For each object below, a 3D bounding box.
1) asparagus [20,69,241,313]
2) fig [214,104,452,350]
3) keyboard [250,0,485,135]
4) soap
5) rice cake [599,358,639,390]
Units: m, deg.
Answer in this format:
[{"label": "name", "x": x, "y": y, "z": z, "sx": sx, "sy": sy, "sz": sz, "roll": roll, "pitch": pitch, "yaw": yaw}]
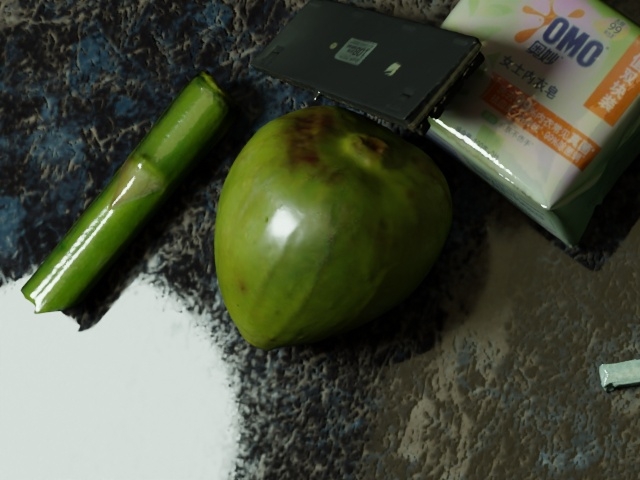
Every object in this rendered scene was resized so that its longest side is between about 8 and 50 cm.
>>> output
[{"label": "asparagus", "x": -0.177, "y": -0.039, "z": 1.819, "sx": 0.060, "sy": 0.067, "sz": 0.277, "roll": 39, "pitch": 95, "yaw": -7}, {"label": "fig", "x": 0.000, "y": 0.000, "z": 1.706, "sx": 0.203, "sy": 0.203, "sz": 0.225, "roll": 37, "pitch": 120, "yaw": 20}, {"label": "keyboard", "x": 0.035, "y": -0.156, "z": 1.695, "sx": 0.106, "sy": 0.027, "sz": 0.317, "roll": -48, "pitch": 28, "yaw": -7}, {"label": "soap", "x": 0.194, "y": -0.130, "z": 1.688, "sx": 0.199, "sy": 0.138, "sz": 0.182, "roll": 38, "pitch": 89, "yaw": 22}, {"label": "rice cake", "x": 0.302, "y": 0.110, "z": 1.666, "sx": 0.121, "sy": 0.021, "sz": 0.022, "roll": -10, "pitch": 70, "yaw": 12}]
